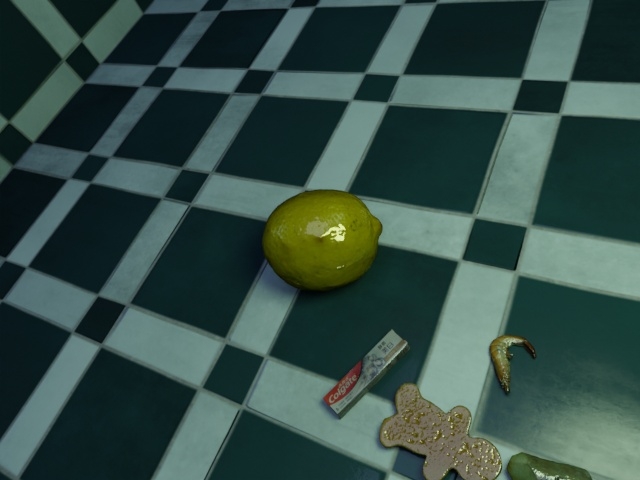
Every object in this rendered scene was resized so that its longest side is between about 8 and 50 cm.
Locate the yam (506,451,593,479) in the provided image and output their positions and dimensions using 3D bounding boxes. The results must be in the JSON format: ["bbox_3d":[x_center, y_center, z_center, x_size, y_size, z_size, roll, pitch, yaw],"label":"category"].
[{"bbox_3d":[0.402,0.420,0.859,0.146,0.070,0.070,7,61,24],"label":"yam"}]

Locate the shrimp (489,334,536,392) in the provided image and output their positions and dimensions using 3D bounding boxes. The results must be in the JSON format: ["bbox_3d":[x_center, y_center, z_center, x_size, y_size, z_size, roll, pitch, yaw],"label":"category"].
[{"bbox_3d":[0.394,0.251,1.004,0.091,0.025,0.127,-2,54,18],"label":"shrimp"}]

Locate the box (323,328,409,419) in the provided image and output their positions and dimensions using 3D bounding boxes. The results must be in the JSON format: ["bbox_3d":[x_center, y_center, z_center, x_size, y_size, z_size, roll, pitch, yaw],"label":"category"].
[{"bbox_3d":[0.102,0.292,1.081,0.218,0.039,0.055,-42,54,-9],"label":"box"}]

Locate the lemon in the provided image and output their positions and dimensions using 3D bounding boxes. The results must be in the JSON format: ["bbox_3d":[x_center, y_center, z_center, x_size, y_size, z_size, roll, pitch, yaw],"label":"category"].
[{"bbox_3d":[0.002,-0.001,1.188,0.284,0.260,0.260,5,57,-1],"label":"lemon"}]

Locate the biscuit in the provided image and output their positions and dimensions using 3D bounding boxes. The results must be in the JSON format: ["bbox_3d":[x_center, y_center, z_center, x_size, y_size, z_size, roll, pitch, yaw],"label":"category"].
[{"bbox_3d":[0.236,0.391,0.965,0.240,0.035,0.158,24,71,33],"label":"biscuit"}]
